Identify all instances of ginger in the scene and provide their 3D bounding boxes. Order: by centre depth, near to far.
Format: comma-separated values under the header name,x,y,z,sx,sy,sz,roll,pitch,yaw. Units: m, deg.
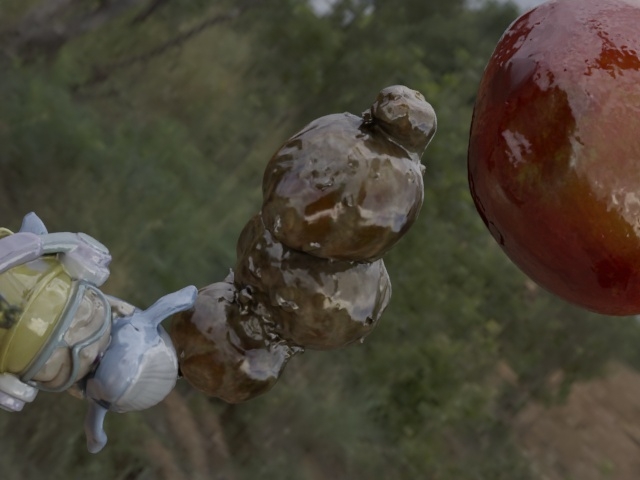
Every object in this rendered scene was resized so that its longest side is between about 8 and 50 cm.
name,x,y,z,sx,sy,sz,roll,pitch,yaw
ginger,0.000,0.000,1.617,0.176,0.375,0.256,45,33,23

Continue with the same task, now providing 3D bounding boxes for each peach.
name,x,y,z,sx,sy,sz,roll,pitch,yaw
peach,0.207,-0.065,1.161,0.243,0.243,0.199,42,-34,-8

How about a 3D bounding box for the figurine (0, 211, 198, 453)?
name,x,y,z,sx,sy,sz,roll,pitch,yaw
figurine,-0.172,0.052,1.016,0.208,0.128,0.184,27,-3,46
